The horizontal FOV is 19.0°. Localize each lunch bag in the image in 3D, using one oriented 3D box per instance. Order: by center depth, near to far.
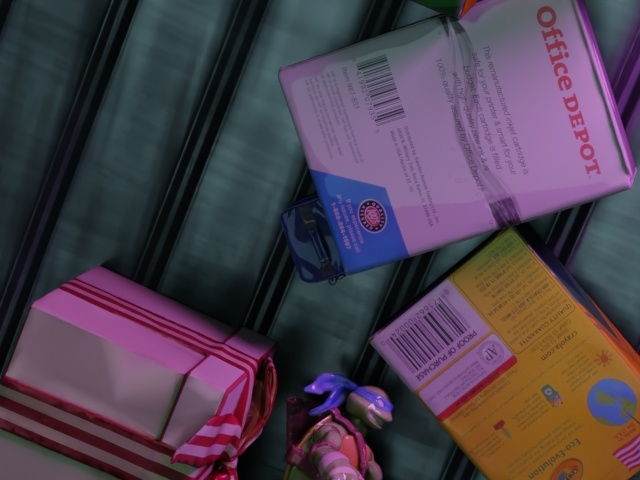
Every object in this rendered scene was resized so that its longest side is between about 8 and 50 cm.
[{"bbox_3d":[0.000,0.000,2.034,0.067,0.065,0.098,-19,95,15],"label":"lunch bag"}]

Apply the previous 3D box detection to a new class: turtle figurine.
[{"bbox_3d":[0.029,0.300,1.988,0.275,0.198,0.266,40,92,2],"label":"turtle figurine"}]

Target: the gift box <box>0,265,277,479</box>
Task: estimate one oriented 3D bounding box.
[{"bbox_3d":[-0.201,0.203,2.011,0.258,0.276,0.255,23,109,6],"label":"gift box"}]

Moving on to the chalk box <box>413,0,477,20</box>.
[{"bbox_3d":[0.061,-0.373,1.864,0.289,0.180,0.179,26,128,14],"label":"chalk box"}]

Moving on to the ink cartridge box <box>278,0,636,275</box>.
[{"bbox_3d":[0.143,-0.121,1.949,0.307,0.129,0.223,-17,95,14],"label":"ink cartridge box"}]

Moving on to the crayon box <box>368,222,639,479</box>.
[{"bbox_3d":[0.229,0.158,2.004,0.202,0.081,0.318,-40,89,16],"label":"crayon box"}]
